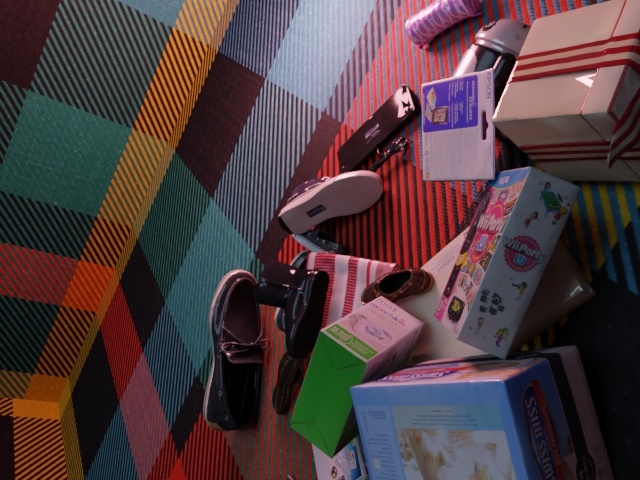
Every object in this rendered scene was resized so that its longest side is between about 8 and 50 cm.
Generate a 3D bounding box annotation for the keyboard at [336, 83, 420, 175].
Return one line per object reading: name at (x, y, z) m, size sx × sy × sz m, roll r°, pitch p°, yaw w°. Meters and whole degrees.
keyboard at (0.160, -0.272, 1.652) m, size 0.317 × 0.033 × 0.201 m, roll -42°, pitch 42°, yaw 38°

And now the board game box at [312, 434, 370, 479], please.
board game box at (0.043, 0.460, 1.446) m, size 0.193 × 0.053 × 0.305 m, roll -51°, pitch 38°, yaw 39°

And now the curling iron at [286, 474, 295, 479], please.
curling iron at (-0.028, 0.683, 1.480) m, size 0.274 × 0.035 × 0.068 m, roll 39°, pitch 107°, yaw 54°

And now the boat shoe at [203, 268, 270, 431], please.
boat shoe at (-0.249, 0.340, 1.825) m, size 0.156 × 0.186 × 0.500 m, roll -3°, pitch 78°, yaw 48°

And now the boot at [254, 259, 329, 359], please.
boot at (-0.092, 0.181, 1.594) m, size 0.207 × 0.094 × 0.246 m, roll 5°, pitch 77°, yaw 43°

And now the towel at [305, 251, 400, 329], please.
towel at (0.059, 0.157, 1.536) m, size 0.329 × 0.037 × 0.237 m, roll 8°, pitch 88°, yaw 48°

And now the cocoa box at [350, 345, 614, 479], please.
cocoa box at (0.260, 0.329, 1.018) m, size 0.347 × 0.228 × 0.231 m, roll -20°, pitch 80°, yaw 49°

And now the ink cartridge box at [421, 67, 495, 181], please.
ink cartridge box at (0.282, -0.220, 1.176) m, size 0.208 × 0.045 × 0.206 m, roll 10°, pitch 103°, yaw 61°

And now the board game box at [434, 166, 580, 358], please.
board game box at (0.317, 0.031, 1.055) m, size 0.224 × 0.097 × 0.303 m, roll -89°, pitch 21°, yaw -86°

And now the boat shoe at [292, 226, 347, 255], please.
boat shoe at (0.000, 0.000, 1.714) m, size 0.228 × 0.080 × 0.076 m, roll 35°, pitch 98°, yaw 53°

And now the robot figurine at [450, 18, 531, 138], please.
robot figurine at (0.362, -0.329, 1.267) m, size 0.278 × 0.173 × 0.209 m, roll -62°, pitch 35°, yaw 16°

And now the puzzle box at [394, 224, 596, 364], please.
puzzle box at (0.328, 0.113, 1.224) m, size 0.409 × 0.052 × 0.272 m, roll -46°, pitch 42°, yaw 33°

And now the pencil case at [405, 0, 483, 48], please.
pencil case at (0.312, -0.576, 1.530) m, size 0.206 × 0.086 × 0.088 m, roll -18°, pitch 95°, yaw 52°

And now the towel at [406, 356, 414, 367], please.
towel at (0.155, 0.254, 1.376) m, size 0.113 × 0.023 × 0.152 m, roll -38°, pitch 66°, yaw 30°

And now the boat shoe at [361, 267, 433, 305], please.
boat shoe at (0.158, 0.105, 1.353) m, size 0.207 × 0.073 × 0.073 m, roll -30°, pitch 57°, yaw 44°

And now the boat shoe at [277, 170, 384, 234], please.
boat shoe at (0.034, -0.142, 1.694) m, size 0.340 × 0.127 × 0.158 m, roll -20°, pitch 31°, yaw 29°

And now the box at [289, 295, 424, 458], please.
box at (0.076, 0.281, 1.259) m, size 0.126 × 0.231 × 0.262 m, roll 32°, pitch 120°, yaw 28°

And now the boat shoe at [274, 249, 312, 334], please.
boat shoe at (-0.065, 0.154, 1.717) m, size 0.079 × 0.095 × 0.254 m, roll 38°, pitch 108°, yaw 56°

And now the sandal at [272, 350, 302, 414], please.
sandal at (-0.084, 0.397, 1.675) m, size 0.090 × 0.060 × 0.219 m, roll -133°, pitch 52°, yaw -58°

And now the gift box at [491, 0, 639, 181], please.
gift box at (0.482, -0.220, 0.990) m, size 0.258 × 0.255 × 0.276 m, roll 8°, pitch 76°, yaw 57°
